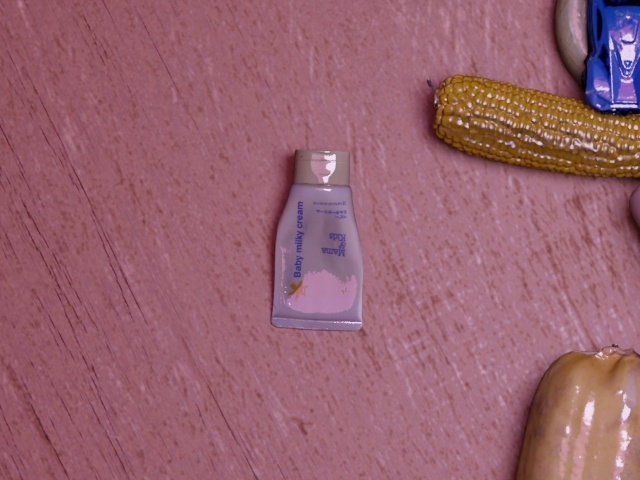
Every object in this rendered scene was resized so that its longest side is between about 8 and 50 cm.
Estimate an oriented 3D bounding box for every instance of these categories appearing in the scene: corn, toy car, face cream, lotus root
[{"bbox_3d":[0.275,-0.135,1.902,0.310,0.101,0.101,14,82,0],"label":"corn"},{"bbox_3d":[0.367,-0.258,1.843,0.103,0.063,0.216,1,84,3],"label":"toy car"},{"bbox_3d":[0.000,0.000,1.910,0.114,0.070,0.224,3,91,1],"label":"face cream"},{"bbox_3d":[0.317,0.291,1.817,0.169,0.151,0.342,10,86,21],"label":"lotus root"}]

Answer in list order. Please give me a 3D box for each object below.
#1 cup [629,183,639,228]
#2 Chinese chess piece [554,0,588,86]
[{"bbox_3d":[0.476,-0.016,1.808,0.191,0.253,0.200,-41,78,26],"label":"cup"},{"bbox_3d":[0.411,-0.273,1.922,0.238,0.092,0.237,0,83,0],"label":"Chinese chess piece"}]
